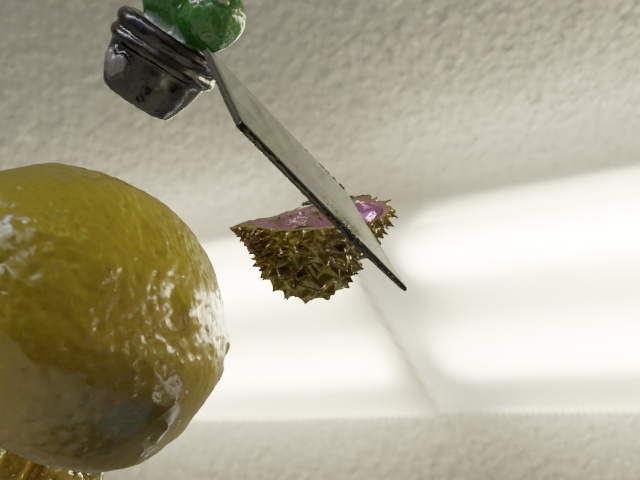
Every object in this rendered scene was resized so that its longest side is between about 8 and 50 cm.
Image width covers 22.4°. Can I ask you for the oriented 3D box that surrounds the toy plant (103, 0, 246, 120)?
[{"bbox_3d":[-0.205,-0.299,2.286,0.175,0.235,0.218,26,10,-45],"label":"toy plant"}]

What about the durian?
[{"bbox_3d":[-0.001,-0.001,2.114,0.165,0.182,0.132,-39,-123,33],"label":"durian"}]

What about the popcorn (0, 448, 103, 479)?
[{"bbox_3d":[-0.382,0.234,1.899,0.332,0.225,0.265,71,3,-52],"label":"popcorn"}]

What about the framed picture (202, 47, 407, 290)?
[{"bbox_3d":[-0.024,-0.082,1.701,0.244,0.013,0.324,45,7,-21],"label":"framed picture"}]

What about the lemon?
[{"bbox_3d":[-0.168,0.053,1.084,0.204,0.204,0.260,9,-11,45],"label":"lemon"}]
